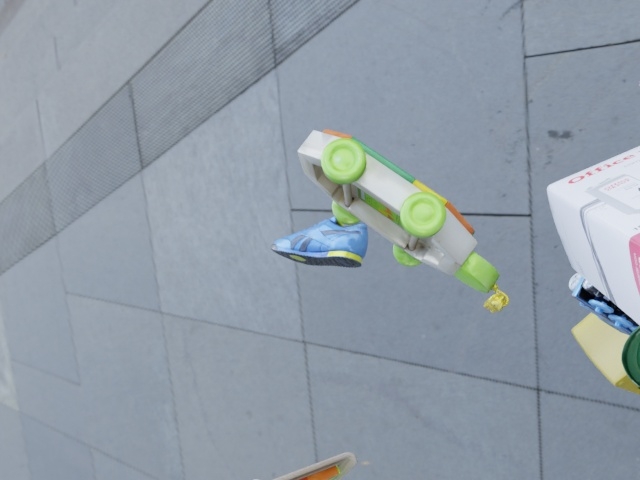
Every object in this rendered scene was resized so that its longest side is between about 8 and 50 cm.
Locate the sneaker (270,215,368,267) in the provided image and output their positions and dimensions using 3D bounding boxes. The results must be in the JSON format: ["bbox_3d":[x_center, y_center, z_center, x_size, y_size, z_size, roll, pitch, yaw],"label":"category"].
[{"bbox_3d":[0.000,0.000,1.234,0.209,0.069,0.082,1,71,42],"label":"sneaker"}]

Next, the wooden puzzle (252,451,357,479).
[{"bbox_3d":[-0.060,0.526,1.425,0.221,0.239,0.044,-58,47,41],"label":"wooden puzzle"}]

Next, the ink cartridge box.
[{"bbox_3d":[0.375,-0.014,0.675,0.207,0.283,0.117,-24,106,5],"label":"ink cartridge box"}]

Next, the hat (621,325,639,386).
[{"bbox_3d":[0.461,0.086,0.866,0.208,0.173,0.183,19,146,58],"label":"hat"}]

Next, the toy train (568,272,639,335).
[{"bbox_3d":[0.514,0.110,1.200,0.080,0.184,0.105,-62,17,-4],"label":"toy train"}]

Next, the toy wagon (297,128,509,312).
[{"bbox_3d":[0.120,-0.024,0.953,0.344,0.267,0.068,35,84,9],"label":"toy wagon"}]

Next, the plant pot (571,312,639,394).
[{"bbox_3d":[0.794,0.265,1.701,0.212,0.212,0.187,-55,23,36],"label":"plant pot"}]
